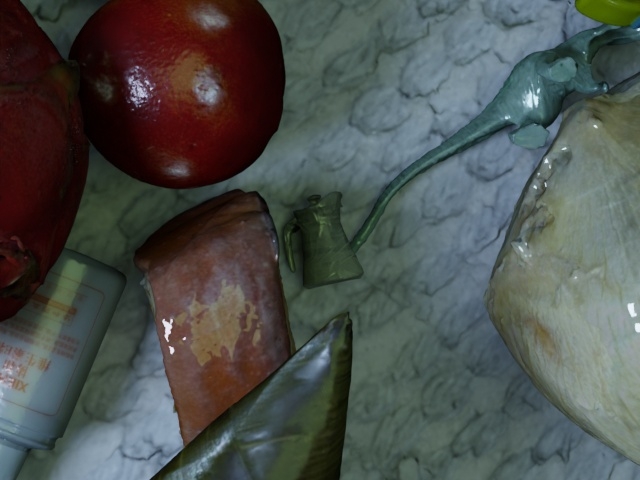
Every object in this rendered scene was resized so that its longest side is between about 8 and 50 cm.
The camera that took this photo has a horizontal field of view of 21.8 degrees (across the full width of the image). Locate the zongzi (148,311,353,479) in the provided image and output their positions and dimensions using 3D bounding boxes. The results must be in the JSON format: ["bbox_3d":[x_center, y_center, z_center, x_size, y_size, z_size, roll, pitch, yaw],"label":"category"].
[{"bbox_3d":[-0.136,0.283,1.228,0.403,0.208,0.432,-29,144,-48],"label":"zongzi"}]

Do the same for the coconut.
[{"bbox_3d":[0.329,0.010,1.444,0.405,0.404,0.404,-1,92,-19],"label":"coconut"}]

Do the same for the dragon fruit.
[{"bbox_3d":[-0.317,-0.063,1.259,0.296,0.301,0.295,1,132,1],"label":"dragon fruit"}]

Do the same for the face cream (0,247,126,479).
[{"bbox_3d":[-0.253,0.126,1.385,0.101,0.101,0.251,24,84,-18],"label":"face cream"}]

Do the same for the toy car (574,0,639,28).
[{"bbox_3d":[0.270,-0.323,1.504,0.200,0.142,0.248,-26,80,-30],"label":"toy car"}]

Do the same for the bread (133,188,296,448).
[{"bbox_3d":[-0.076,0.092,1.407,0.123,0.190,0.244,-15,100,-5],"label":"bread"}]

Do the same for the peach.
[{"bbox_3d":[-0.121,-0.130,1.364,0.197,0.197,0.197,-1,92,-19],"label":"peach"}]

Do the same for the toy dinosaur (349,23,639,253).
[{"bbox_3d":[0.173,-0.114,1.514,0.383,0.129,0.076,-32,94,-15],"label":"toy dinosaur"}]

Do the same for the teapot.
[{"bbox_3d":[0.000,0.000,1.499,0.067,0.057,0.083,-11,90,10],"label":"teapot"}]
